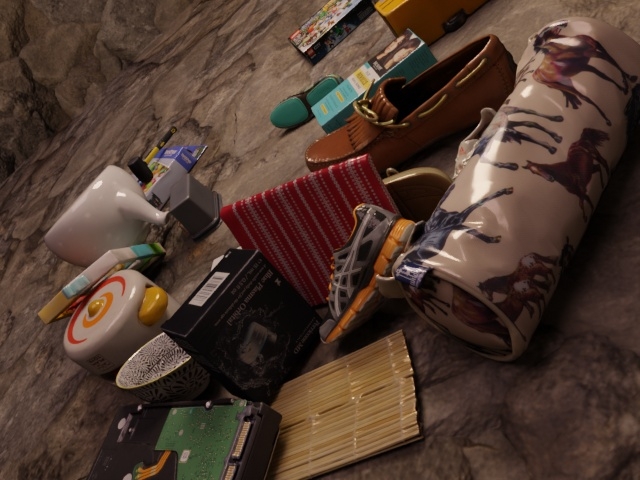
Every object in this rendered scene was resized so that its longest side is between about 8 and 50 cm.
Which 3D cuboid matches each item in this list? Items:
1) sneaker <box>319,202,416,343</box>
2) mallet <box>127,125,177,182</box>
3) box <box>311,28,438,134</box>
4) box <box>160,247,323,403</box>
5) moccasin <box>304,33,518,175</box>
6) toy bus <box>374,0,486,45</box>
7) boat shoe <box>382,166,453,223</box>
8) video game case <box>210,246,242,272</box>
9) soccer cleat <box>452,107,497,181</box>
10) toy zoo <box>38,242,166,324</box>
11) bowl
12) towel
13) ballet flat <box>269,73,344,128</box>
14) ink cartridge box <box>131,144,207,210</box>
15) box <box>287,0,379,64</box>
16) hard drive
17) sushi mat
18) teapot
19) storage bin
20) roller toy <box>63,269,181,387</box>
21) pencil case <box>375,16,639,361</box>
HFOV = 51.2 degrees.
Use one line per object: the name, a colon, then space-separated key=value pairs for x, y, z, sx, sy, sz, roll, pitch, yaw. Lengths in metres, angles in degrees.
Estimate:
sneaker: x=0.048 y=0.045 z=0.878 sx=0.083 sy=0.084 sz=0.214 roll=37 pitch=116 yaw=19
mallet: x=-0.420 y=-0.232 z=1.678 sx=0.039 sy=0.062 sz=0.189 roll=-8 pitch=47 yaw=37
box: x=0.102 y=-0.294 z=1.283 sx=0.244 sy=0.060 sz=0.100 roll=-38 pitch=33 yaw=11
box: x=-0.105 y=0.119 z=0.936 sx=0.156 sy=0.158 sz=0.093 roll=-51 pitch=26 yaw=-22
moccasin: x=0.127 y=-0.207 z=1.076 sx=0.380 sy=0.147 sz=0.139 roll=-19 pitch=41 yaw=35
toy bus: x=0.275 y=-0.513 z=1.295 sx=0.333 sy=0.108 sz=0.130 roll=-37 pitch=32 yaw=13
boat shoe: x=0.078 y=-0.037 z=0.964 sx=0.285 sy=0.104 sz=0.089 roll=-28 pitch=23 yaw=40
video game case: x=-0.143 y=0.061 z=1.194 sx=0.157 sy=0.019 sz=0.143 roll=-26 pitch=37 yaw=27
soccer cleat: x=0.209 y=-0.096 z=0.925 sx=0.068 sy=0.076 sz=0.196 roll=1 pitch=54 yaw=48
toy zoo: x=-0.437 y=0.082 z=1.336 sx=0.192 sy=0.030 sz=0.293 roll=-40 pitch=-2 yaw=9
bowl: x=-0.224 y=0.204 z=1.047 sx=0.170 sy=0.080 sz=0.170 roll=-25 pitch=19 yaw=9
towel: x=0.000 y=0.000 z=0.949 sx=0.275 sy=0.198 sz=0.031 roll=-17 pitch=23 yaw=36
ballet flat: x=-0.024 y=-0.299 z=1.440 sx=0.188 sy=0.070 sz=0.070 roll=-22 pitch=39 yaw=28
ink cartridge box: x=-0.435 y=-0.142 z=1.710 sx=0.186 sy=0.065 sz=0.311 roll=8 pitch=57 yaw=51
box: x=0.036 y=-0.546 z=1.654 sx=0.233 sy=0.044 sz=0.159 roll=-41 pitch=33 yaw=6
hard drive: x=-0.211 y=0.336 z=0.896 sx=0.339 sy=0.064 sz=0.236 roll=-17 pitch=45 yaw=43
sushi mat: x=-0.013 y=0.233 z=0.855 sx=0.317 sy=0.019 sz=0.151 roll=-28 pitch=37 yaw=24
teapot: x=-0.466 y=-0.026 z=1.474 sx=0.252 sy=0.187 sz=0.256 roll=-48 pitch=19 yaw=-1
storage bin: x=-0.276 y=-0.073 z=1.425 sx=0.098 sy=0.091 sz=0.135 roll=-35 pitch=33 yaw=14
roller toy: x=-0.357 y=0.156 z=1.205 sx=0.191 sy=0.146 sz=0.209 roll=-53 pitch=34 yaw=-12
pencil case: x=0.236 y=-0.073 z=0.785 sx=0.184 sy=0.160 sz=0.410 roll=26 pitch=72 yaw=22
